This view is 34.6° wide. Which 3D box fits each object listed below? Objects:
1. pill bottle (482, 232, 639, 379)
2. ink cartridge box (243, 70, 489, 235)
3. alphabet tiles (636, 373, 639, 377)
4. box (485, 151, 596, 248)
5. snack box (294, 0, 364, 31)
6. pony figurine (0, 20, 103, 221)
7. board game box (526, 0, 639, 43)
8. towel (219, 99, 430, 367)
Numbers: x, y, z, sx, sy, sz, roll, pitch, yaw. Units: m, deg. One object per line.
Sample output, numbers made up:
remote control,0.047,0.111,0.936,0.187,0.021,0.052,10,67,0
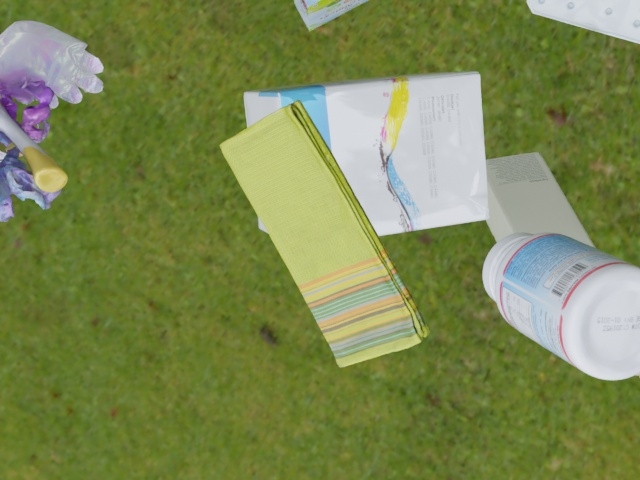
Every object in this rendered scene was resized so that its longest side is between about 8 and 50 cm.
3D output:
pill bottle,0.191,0.043,0.798,0.087,0.087,0.160,51,175,-22
ink cartridge box,0.059,-0.116,1.366,0.198,0.270,0.197,-154,56,-72
alphabet tiles,0.395,0.142,1.423,0.284,0.021,0.278,25,165,-4
box,0.333,-0.020,1.599,0.113,0.275,0.094,-8,130,-3
snack box,0.040,-0.450,1.789,0.070,0.174,0.207,62,-179,-1
pony figurine,-0.479,-0.182,1.413,0.351,0.303,0.363,35,-167,-48
board game box,0.516,-0.447,1.366,0.390,0.050,0.390,21,114,17
towel,0.000,0.000,0.911,0.102,0.021,0.237,-25,97,34
